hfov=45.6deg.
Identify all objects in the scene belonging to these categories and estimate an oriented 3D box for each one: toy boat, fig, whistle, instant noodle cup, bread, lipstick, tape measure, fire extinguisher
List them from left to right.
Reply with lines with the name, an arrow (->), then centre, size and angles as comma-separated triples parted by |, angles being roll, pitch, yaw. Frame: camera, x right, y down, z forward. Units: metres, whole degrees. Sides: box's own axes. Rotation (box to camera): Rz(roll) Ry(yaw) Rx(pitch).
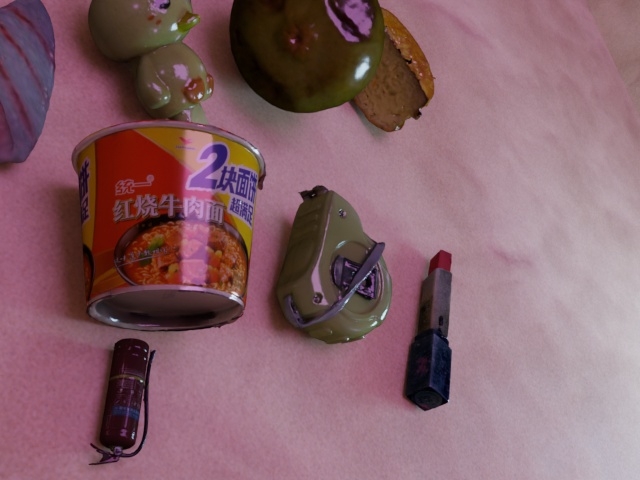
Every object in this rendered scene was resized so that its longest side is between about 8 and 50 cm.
toy boat -> -0.354, -0.195, 0.825 | 0.206, 0.096, 0.282 | 54, 24, -18
fire extinguisher -> -0.200, 0.167, 0.775 | 0.056, 0.039, 0.132 | 21, 51, -28
instant noodle cup -> -0.161, -0.004, 0.813 | 0.213, 0.213, 0.174 | 16, 62, -43
whistle -> -0.187, -0.226, 0.978 | 0.294, 0.141, 0.141 | 54, 37, -9
fig -> -0.015, -0.320, 1.172 | 0.239, 0.239, 0.271 | 53, 22, -9
tape measure -> 0.023, 0.051, 1.047 | 0.175, 0.106, 0.200 | 35, 52, -29
bread -> 0.119, -0.320, 1.389 | 0.229, 0.143, 0.139 | 59, 37, -5
lipstick -> 0.183, 0.129, 1.237 | 0.051, 0.051, 0.312 | 40, 39, -23
